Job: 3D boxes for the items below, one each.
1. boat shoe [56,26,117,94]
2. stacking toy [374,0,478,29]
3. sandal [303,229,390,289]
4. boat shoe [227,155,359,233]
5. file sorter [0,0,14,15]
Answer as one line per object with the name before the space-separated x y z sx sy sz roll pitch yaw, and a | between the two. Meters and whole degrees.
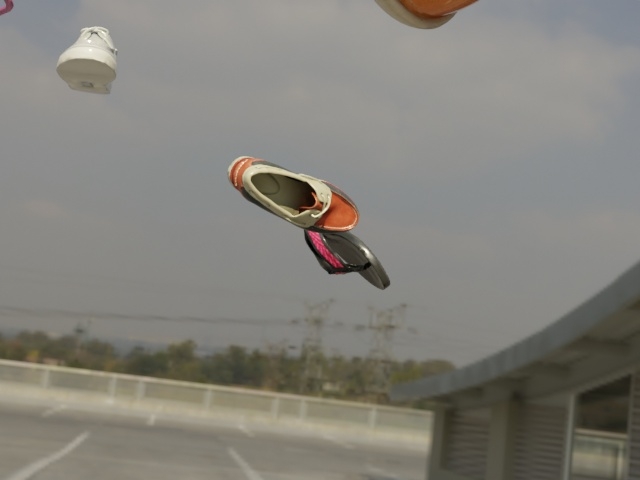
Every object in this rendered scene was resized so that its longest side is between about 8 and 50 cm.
boat shoe | -0.255 -0.208 1.173 0.066 0.063 0.184 5 -2 -4
stacking toy | 0.280 -0.453 1.224 0.480 0.350 0.351 -2 -12 34
sandal | 0.000 0.000 1.110 0.179 0.040 0.067 40 -19 16
boat shoe | -0.018 -0.038 0.928 0.137 0.049 0.043 23 0 -30
file sorter | -0.361 -0.339 1.065 0.182 0.290 0.202 43 -18 -29
